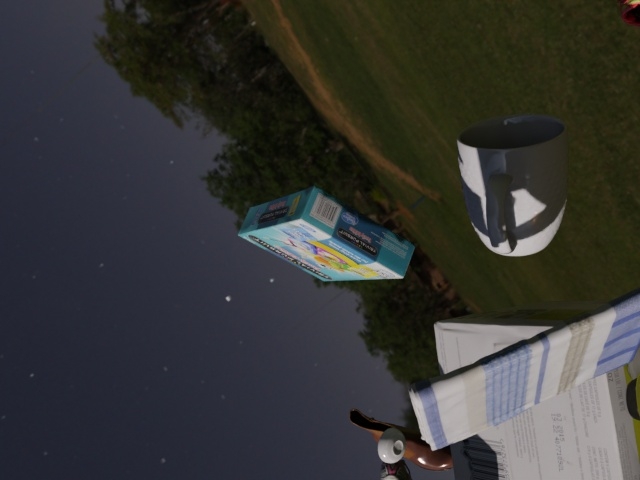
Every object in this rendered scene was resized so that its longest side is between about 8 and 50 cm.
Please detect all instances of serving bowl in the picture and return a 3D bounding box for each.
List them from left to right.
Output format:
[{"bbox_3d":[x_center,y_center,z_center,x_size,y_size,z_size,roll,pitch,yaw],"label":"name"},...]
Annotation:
[{"bbox_3d":[0.177,0.494,1.467,0.027,0.083,0.083,-3,135,52],"label":"serving bowl"}]

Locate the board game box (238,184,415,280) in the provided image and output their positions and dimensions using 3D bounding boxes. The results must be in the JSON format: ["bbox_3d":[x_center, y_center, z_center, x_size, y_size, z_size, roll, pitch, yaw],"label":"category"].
[{"bbox_3d":[0.000,0.000,1.320,0.253,0.079,0.336,29,162,-22],"label":"board game box"}]

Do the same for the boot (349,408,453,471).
[{"bbox_3d":[0.241,0.547,1.706,0.264,0.096,0.280,18,159,32],"label":"boot"}]

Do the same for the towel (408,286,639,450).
[{"bbox_3d":[0.236,0.148,0.693,0.209,0.284,0.034,64,-179,-55],"label":"towel"}]

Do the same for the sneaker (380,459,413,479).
[{"bbox_3d":[0.265,0.809,2.102,0.299,0.120,0.112,73,-160,-65],"label":"sneaker"}]

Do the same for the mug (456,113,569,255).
[{"bbox_3d":[0.499,-0.116,1.604,0.374,0.276,0.328,-48,-47,-50],"label":"mug"}]

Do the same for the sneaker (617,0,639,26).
[{"bbox_3d":[0.652,-0.496,1.266,0.209,0.094,0.081,62,177,42],"label":"sneaker"}]

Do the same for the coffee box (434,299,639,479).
[{"bbox_3d":[0.457,0.289,1.087,0.334,0.338,0.338,-5,-94,-35],"label":"coffee box"}]
